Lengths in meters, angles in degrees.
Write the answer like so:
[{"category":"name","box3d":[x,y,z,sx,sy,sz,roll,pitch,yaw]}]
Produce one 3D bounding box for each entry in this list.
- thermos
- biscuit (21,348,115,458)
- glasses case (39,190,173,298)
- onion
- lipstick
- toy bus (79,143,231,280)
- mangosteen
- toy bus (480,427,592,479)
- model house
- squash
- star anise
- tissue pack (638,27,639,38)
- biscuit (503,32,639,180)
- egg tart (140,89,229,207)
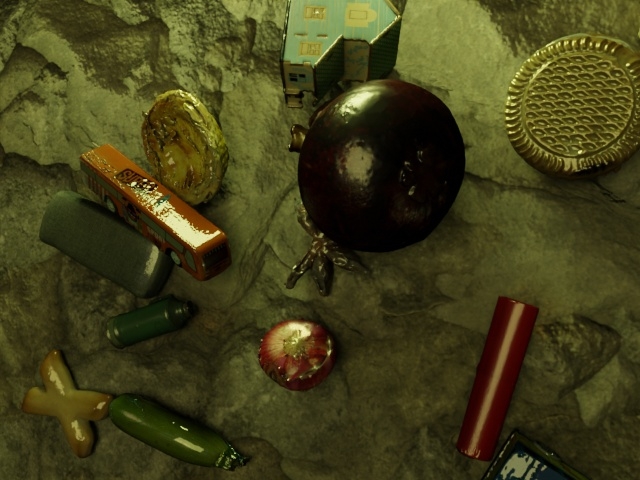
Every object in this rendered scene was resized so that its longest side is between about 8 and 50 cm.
[{"category":"thermos","box3d":[-0.348,0.167,1.296,0.187,0.083,0.073,-18,102,15]},{"category":"biscuit","box3d":[-0.559,0.359,1.363,0.207,0.047,0.164,30,95,19]},{"category":"glasses case","box3d":[-0.466,0.004,1.341,0.323,0.074,0.131,26,94,19]},{"category":"onion","box3d":[-0.039,0.234,1.171,0.150,0.140,0.150,-5,43,5]},{"category":"lipstick","box3d":[0.301,0.238,1.062,0.073,0.073,0.280,17,91,19]},{"category":"toy bus","box3d":[-0.345,-0.062,1.266,0.408,0.093,0.092,35,139,25]},{"category":"mangosteen","box3d":[0.094,-0.122,1.060,0.293,0.297,0.297,-16,77,62]},{"category":"toy bus","box3d":[0.394,0.440,0.956,0.287,0.175,0.138,32,96,15]},{"category":"model house","box3d":[0.043,-0.368,1.142,0.206,0.178,0.271,3,64,5]},{"category":"squash","box3d":[-0.296,0.391,1.251,0.331,0.087,0.087,19,92,17]},{"category":"star anise","box3d":[0.016,0.004,1.181,0.171,0.063,0.208,6,88,18]},{"category":"tissue pack","box3d":[0.566,-0.318,0.944,0.092,0.196,0.148,-24,77,14]},{"category":"biscuit","box3d":[0.436,-0.227,1.044,0.259,0.079,0.259,-1,86,18]},{"category":"egg tart","box3d":[-0.269,-0.189,1.274,0.252,0.098,0.232,43,123,20]}]
